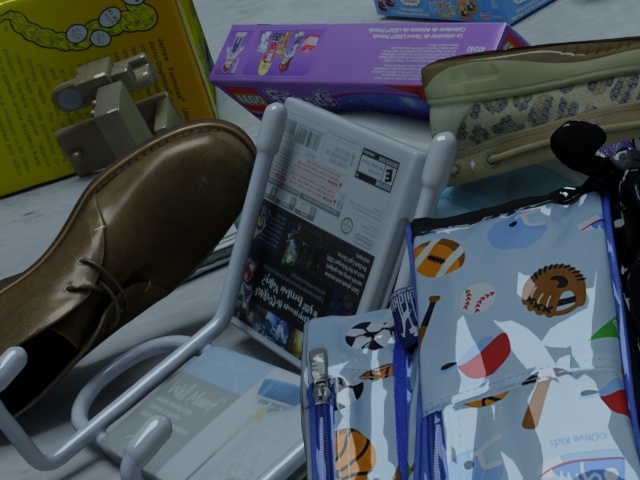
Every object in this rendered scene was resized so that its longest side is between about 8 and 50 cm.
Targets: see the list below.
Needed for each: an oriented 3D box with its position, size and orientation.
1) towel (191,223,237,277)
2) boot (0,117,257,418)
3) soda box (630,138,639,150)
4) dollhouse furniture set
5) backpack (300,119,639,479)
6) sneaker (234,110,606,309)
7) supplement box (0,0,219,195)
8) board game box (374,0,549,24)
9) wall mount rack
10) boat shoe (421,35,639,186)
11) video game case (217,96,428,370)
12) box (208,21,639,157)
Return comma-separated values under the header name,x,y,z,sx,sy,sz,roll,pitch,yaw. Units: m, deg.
name,x,y,z,sx,sy,sz,roll,pitch,yaw
towel,-0.118,0.000,1.642,0.113,0.023,0.152,-22,20,-13
boot,-0.160,0.033,1.423,0.305,0.112,0.115,-41,23,2
soda box,0.247,-0.094,1.521,0.183,0.058,0.063,-6,25,26
dollhouse furniture set,-0.211,-0.092,1.800,0.123,0.144,0.151,-18,36,13
backpack,0.104,0.136,0.844,0.213,0.276,0.263,-22,40,10
sneaker,0.042,-0.004,1.379,0.366,0.135,0.150,-3,33,47
supplement box,-0.301,-0.179,1.968,0.357,0.195,0.194,-17,22,2
board game box,0.181,-0.282,2.039,0.160,0.039,0.211,-32,25,-30
wall mount rack,-0.052,0.056,1.264,0.304,0.130,0.350,-42,30,-21
boat shoe,0.203,-0.085,1.218,0.285,0.089,0.104,-1,8,31
video game case,0.000,0.000,1.342,0.022,0.173,0.190,14,8,-32
box,0.081,-0.094,1.471,0.293,0.201,0.057,7,68,46
